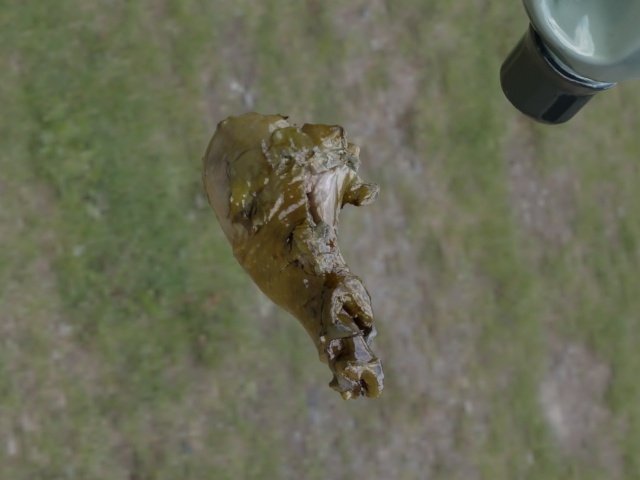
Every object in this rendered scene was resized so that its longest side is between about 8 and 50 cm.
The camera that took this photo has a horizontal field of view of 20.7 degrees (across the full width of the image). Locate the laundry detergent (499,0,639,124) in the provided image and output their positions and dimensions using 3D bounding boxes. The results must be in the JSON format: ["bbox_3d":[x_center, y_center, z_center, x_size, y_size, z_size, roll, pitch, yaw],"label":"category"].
[{"bbox_3d":[0.135,-0.117,0.641,0.099,0.226,0.070,1,60,-30],"label":"laundry detergent"}]

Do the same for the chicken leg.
[{"bbox_3d":[-0.002,0.002,1.065,0.207,0.101,0.085,63,6,34],"label":"chicken leg"}]
